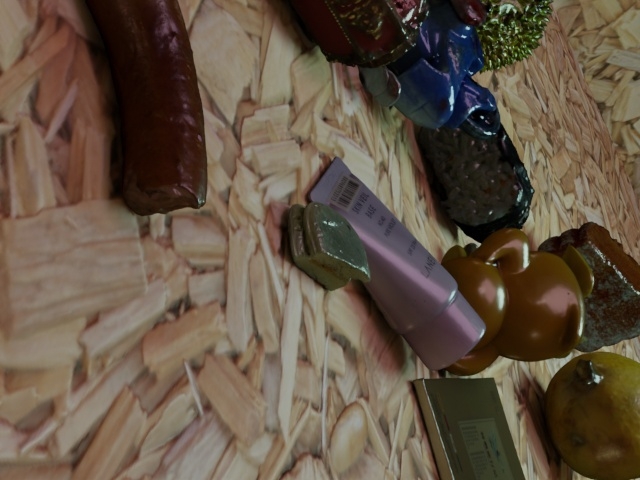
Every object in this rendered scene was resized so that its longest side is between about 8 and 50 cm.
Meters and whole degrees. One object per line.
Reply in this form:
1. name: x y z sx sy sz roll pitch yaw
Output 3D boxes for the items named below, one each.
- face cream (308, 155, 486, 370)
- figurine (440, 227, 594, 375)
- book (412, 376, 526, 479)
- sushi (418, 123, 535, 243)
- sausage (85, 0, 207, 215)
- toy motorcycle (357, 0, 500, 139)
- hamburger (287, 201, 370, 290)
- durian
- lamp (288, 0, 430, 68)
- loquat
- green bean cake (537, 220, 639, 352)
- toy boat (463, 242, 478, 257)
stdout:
1. face cream: 0.085 0.027 1.668 0.274 0.096 0.154 51 27 -9
2. figurine: 0.244 0.084 1.832 0.215 0.228 0.215 -167 -90 -86
3. book: 0.208 0.284 1.804 0.310 0.021 0.217 14 57 -66
4. sushi: 0.239 -0.114 2.106 0.126 0.136 0.225 50 21 -60
5. sausage: -0.155 -0.155 1.224 0.103 0.076 0.302 25 48 -63
6. toy motorcycle: 0.124 -0.281 1.990 0.182 0.241 0.319 122 -49 -63
7. hamburger: 0.003 -0.002 1.518 0.121 0.054 0.084 28 46 -50
8. durian: 0.274 -0.411 2.351 0.291 0.224 0.291 46 36 -49
9. lamp: 0.026 -0.350 1.737 0.274 0.177 0.177 58 23 -27
10. loquat: 0.446 0.266 2.172 0.246 0.213 0.213 55 24 -40
11. green bean cake: 0.515 0.079 2.536 0.233 0.198 0.097 58 21 -16
12. toy boat: 0.255 0.087 2.034 0.185 0.075 0.077 52 29 -30
